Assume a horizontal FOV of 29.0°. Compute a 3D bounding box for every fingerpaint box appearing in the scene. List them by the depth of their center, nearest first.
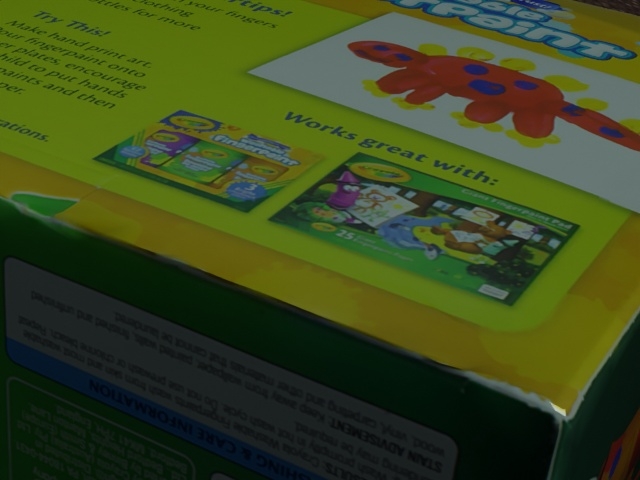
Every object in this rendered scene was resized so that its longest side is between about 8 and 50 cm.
[{"bbox_3d":[-0.042,-0.022,0.590,0.444,0.163,0.371,19,31,23],"label":"fingerpaint box"}]
